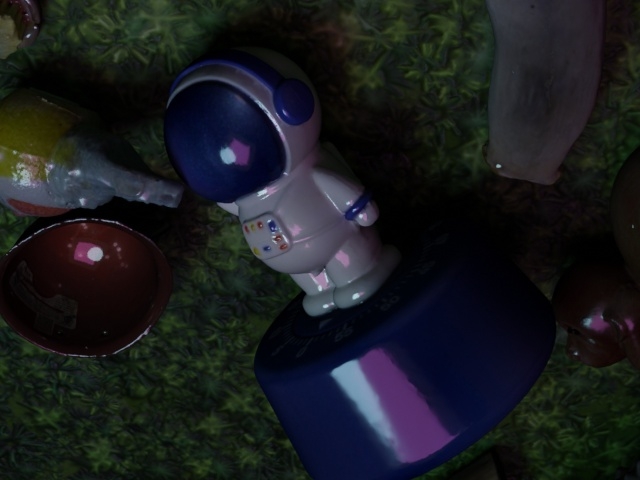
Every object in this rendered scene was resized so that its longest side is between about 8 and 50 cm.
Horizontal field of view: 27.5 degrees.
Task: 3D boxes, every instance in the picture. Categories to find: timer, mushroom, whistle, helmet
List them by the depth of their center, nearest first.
[{"bbox_3d":[0.178,-0.186,1.066,0.109,0.097,0.351,-4,130,7],"label":"mushroom"},{"bbox_3d":[-0.215,-0.061,1.137,0.223,0.123,0.123,21,135,31],"label":"whistle"},{"bbox_3d":[0.000,0.000,1.152,0.270,0.270,0.383,-30,106,24],"label":"timer"},{"bbox_3d":[-0.217,0.016,1.235,0.155,0.106,0.175,35,122,-24],"label":"helmet"}]

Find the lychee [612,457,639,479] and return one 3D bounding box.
[{"bbox_3d":[0.432,0.381,1.327,0.380,0.380,0.432,-36,139,27],"label":"lychee"}]

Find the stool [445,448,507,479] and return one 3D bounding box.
[{"bbox_3d":[0.139,0.424,1.415,0.226,0.310,0.310,-21,123,11],"label":"stool"}]

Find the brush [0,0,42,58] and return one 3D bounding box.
[{"bbox_3d":[-0.393,-0.215,1.097,0.313,0.067,0.072,16,128,-6],"label":"brush"}]

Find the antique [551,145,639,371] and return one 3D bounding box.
[{"bbox_3d":[0.307,0.013,1.198,0.143,0.121,0.257,25,125,-7],"label":"antique"}]
